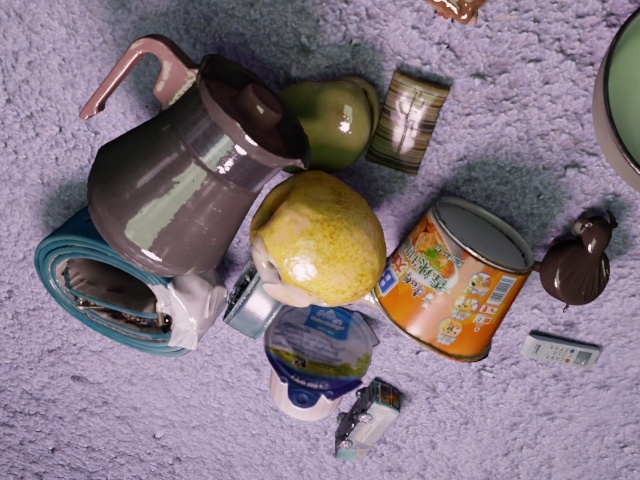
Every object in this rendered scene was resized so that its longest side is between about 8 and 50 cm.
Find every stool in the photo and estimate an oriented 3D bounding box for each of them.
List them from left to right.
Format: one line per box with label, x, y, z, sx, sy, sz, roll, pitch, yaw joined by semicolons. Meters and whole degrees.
stool;0.503;0.033;1.495;0.125;0.121;0.217;15;100;-16

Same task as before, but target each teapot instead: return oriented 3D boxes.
teapot;-0.240;-0.159;1.355;0.361;0.305;0.376;-41;101;21

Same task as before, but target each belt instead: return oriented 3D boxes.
belt;-0.425;0.088;1.700;0.436;0.173;0.300;18;132;12
belt;-0.116;0.087;1.636;0.116;0.206;0.267;31;119;-8

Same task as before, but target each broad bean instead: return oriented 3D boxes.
broad bean;-0.002;-0.218;1.451;0.263;0.121;0.189;-14;113;37

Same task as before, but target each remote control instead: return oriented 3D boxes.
remote control;0.535;0.246;1.698;0.162;0.029;0.061;11;129;0

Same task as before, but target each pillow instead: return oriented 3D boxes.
pillow;0.162;-0.218;1.447;0.113;0.038;0.203;18;128;2

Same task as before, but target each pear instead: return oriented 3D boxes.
pear;0.000;0.000;1.444;0.271;0.271;0.271;7;127;9

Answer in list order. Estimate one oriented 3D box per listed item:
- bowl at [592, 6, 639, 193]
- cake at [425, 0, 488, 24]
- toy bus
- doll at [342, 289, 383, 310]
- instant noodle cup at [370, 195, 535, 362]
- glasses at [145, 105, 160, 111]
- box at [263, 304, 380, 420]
bowl;0.590;-0.203;1.216;0.353;0.354;0.185;17;172;1
cake;0.197;-0.500;1.081;0.255;0.290;0.282;29;124;-9
toy bus;0.112;0.464;1.932;0.109;0.091;0.262;19;130;-14
doll;0.081;0.101;1.667;0.192;0.095;0.149;12;130;2
instant noodle cup;0.271;0.064;1.493;0.296;0.296;0.214;28;118;-6
glasses;-0.250;-0.232;1.533;0.255;0.095;0.162;-26;143;27
box;-0.018;0.312;1.745;0.262;0.291;0.206;13;138;0
